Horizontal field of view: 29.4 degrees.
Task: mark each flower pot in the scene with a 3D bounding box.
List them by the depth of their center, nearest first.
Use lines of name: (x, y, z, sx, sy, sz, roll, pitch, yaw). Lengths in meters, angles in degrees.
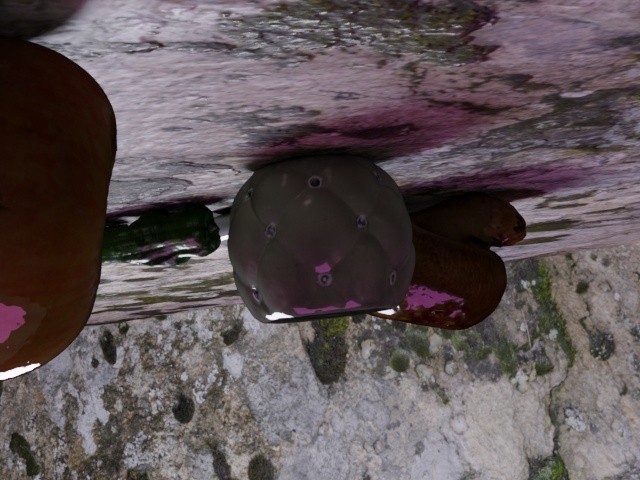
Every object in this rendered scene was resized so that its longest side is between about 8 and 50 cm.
flower pot: (0.000, 0.000, 1.538, 0.246, 0.195, 0.246, -7, 174, -1)

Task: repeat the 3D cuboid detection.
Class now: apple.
apple: (-0.273, -0.026, 0.874, 0.264, 0.265, 0.264, -6, 173, -1)

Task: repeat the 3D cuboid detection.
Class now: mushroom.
mushroom: (0.149, 0.043, 1.989, 0.345, 0.239, 0.345, 11, 155, 5)

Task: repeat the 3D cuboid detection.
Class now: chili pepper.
chili pepper: (-0.265, 0.001, 1.789, 0.253, 0.084, 0.099, -6, -177, 27)

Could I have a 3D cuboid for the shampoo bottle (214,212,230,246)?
shampoo bottle: (-0.055, -0.030, 1.825, 0.220, 0.051, 0.108, -10, 170, 31)
